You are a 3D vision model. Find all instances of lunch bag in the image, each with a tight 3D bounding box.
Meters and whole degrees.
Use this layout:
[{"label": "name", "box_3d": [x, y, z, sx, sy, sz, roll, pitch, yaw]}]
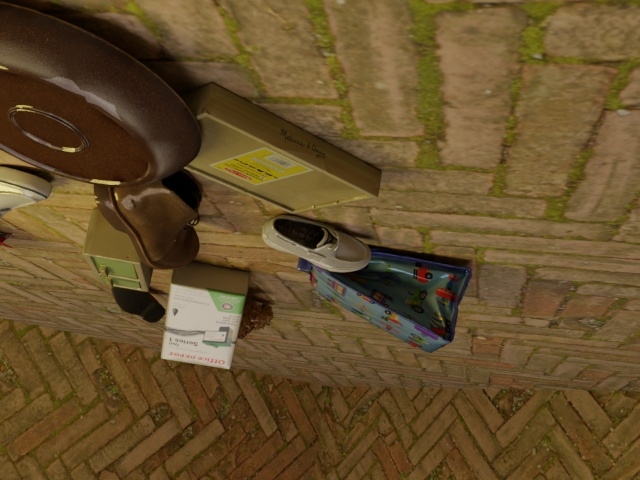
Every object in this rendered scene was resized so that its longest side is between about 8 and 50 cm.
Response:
[{"label": "lunch bag", "box_3d": [0.096, 0.090, 1.364, 0.293, 0.138, 0.221, 17, 167, 3]}]

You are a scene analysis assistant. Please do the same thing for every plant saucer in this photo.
[{"label": "plant saucer", "box_3d": [-0.283, -0.135, 0.811, 0.311, 0.050, 0.310, 15, 159, 6]}]

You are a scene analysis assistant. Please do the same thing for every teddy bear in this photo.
[{"label": "teddy bear", "box_3d": [-0.232, 0.174, 1.881, 0.245, 0.113, 0.338, 14, 172, 6]}]

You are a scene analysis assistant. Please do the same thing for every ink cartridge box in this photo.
[{"label": "ink cartridge box", "box_3d": [-0.248, 0.162, 1.623, 0.160, 0.092, 0.219, 10, 124, -6]}]

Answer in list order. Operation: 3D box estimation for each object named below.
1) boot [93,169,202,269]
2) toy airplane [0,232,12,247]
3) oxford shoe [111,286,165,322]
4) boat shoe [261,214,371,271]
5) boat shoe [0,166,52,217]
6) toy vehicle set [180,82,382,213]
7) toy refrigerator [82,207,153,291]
[{"label": "boot", "box_3d": [-0.222, -0.029, 1.139, 0.115, 0.112, 0.305, -5, 160, 8]}, {"label": "toy airplane", "box_3d": [-0.717, -0.005, 1.610, 0.151, 0.028, 0.151, 9, 163, 3]}, {"label": "oxford shoe", "box_3d": [-0.480, 0.143, 1.941, 0.076, 0.076, 0.212, 45, 173, 32]}, {"label": "boat shoe", "box_3d": [0.000, 0.000, 1.196, 0.184, 0.066, 0.063, 23, 162, -12]}, {"label": "boat shoe", "box_3d": [-0.535, -0.063, 1.207, 0.258, 0.084, 0.095, 0, 162, 30]}, {"label": "toy vehicle set", "box_3d": [-0.075, -0.100, 0.919, 0.267, 0.035, 0.166, 22, 159, -39]}, {"label": "toy refrigerator", "box_3d": [-0.372, 0.029, 1.423, 0.102, 0.094, 0.269, 11, 165, -8]}]
